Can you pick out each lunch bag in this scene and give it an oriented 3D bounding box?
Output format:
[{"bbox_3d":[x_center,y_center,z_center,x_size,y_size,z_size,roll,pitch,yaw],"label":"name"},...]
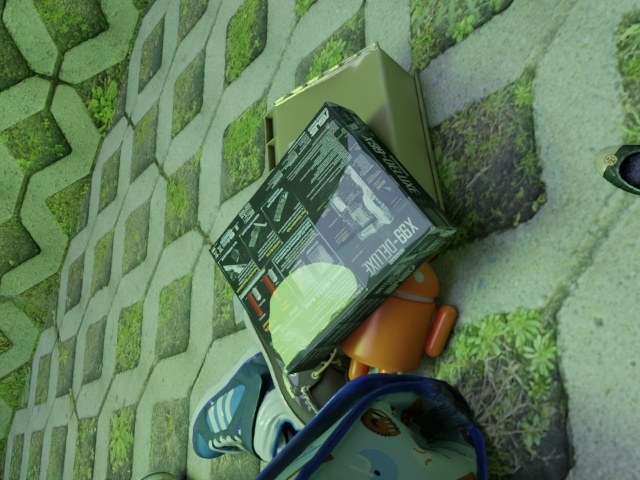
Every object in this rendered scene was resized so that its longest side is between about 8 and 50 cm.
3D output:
[{"bbox_3d":[0.027,0.353,0.697,0.239,0.385,0.327,42,114,12],"label":"lunch bag"}]

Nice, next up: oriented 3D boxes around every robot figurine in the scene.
[{"bbox_3d":[0.101,0.109,0.849,0.158,0.128,0.219,21,98,51],"label":"robot figurine"}]

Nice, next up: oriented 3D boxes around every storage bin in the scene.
[{"bbox_3d":[0.040,-0.140,0.940,0.260,0.123,0.262,-21,63,33],"label":"storage bin"}]

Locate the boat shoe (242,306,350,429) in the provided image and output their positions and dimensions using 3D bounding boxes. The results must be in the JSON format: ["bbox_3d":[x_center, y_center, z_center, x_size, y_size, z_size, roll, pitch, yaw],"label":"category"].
[{"bbox_3d":[-0.024,0.195,0.954,0.324,0.117,0.096,56,138,27],"label":"boat shoe"}]

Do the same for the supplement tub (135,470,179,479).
[{"bbox_3d":[-0.347,0.620,1.278,0.200,0.144,0.144,2,83,52],"label":"supplement tub"}]

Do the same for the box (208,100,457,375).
[{"bbox_3d":[0.000,0.000,0.805,0.307,0.077,0.242,-49,62,23],"label":"box"}]

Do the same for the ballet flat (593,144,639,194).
[{"bbox_3d":[0.373,-0.069,0.612,0.173,0.049,0.057,38,110,49],"label":"ballet flat"}]

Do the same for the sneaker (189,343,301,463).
[{"bbox_3d":[-0.135,0.374,1.077,0.322,0.130,0.236,-55,38,19],"label":"sneaker"}]
